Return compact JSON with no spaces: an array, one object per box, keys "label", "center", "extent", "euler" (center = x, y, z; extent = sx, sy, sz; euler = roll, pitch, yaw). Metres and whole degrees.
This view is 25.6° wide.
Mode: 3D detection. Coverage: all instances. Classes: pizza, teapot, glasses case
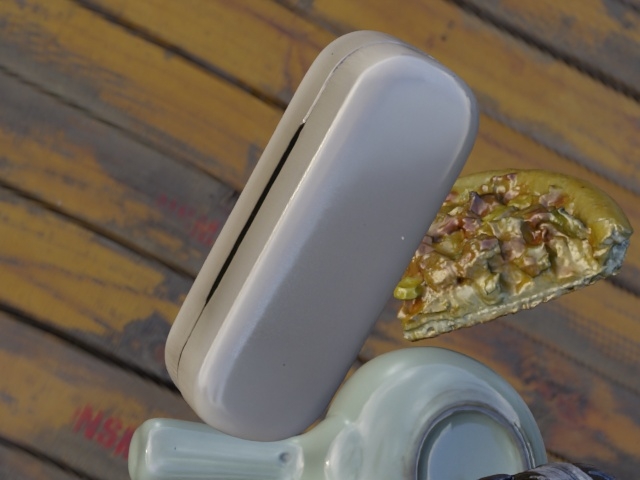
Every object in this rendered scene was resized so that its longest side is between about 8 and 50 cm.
[{"label":"pizza","center":[0.200,-0.020,1.522],"extent":[0.258,0.268,0.087],"euler":[-19,115,14]},{"label":"teapot","center":[0.032,0.167,1.110],"extent":[0.318,0.149,0.220],"euler":[37,63,-20]},{"label":"glasses case","center":[0.000,0.000,0.647],"extent":[0.083,0.050,0.196],"euler":[23,101,-36]}]

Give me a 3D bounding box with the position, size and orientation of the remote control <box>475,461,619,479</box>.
[{"label":"remote control","center":[0.091,0.166,0.738],"extent":[0.266,0.066,0.090],"euler":[-12,60,-43]}]
